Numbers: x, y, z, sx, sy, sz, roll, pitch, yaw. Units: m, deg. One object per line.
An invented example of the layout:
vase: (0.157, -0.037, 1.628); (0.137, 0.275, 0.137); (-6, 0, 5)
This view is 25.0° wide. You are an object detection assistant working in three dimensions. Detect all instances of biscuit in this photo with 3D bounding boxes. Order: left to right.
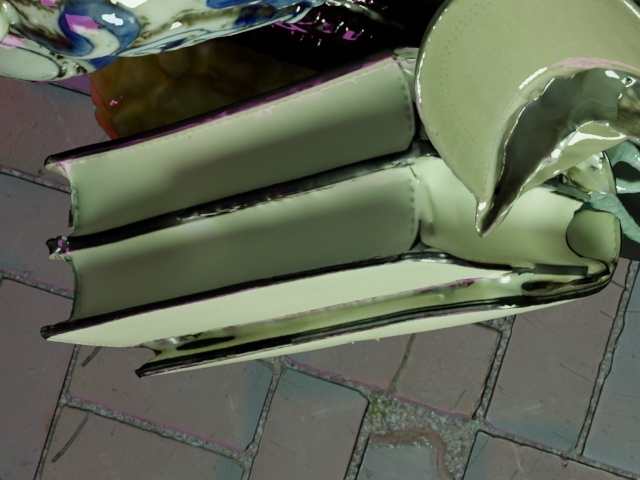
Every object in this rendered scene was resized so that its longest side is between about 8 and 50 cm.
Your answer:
biscuit: (-0.007, -0.147, 0.949); (0.194, 0.053, 0.194); (17, 179, 0)

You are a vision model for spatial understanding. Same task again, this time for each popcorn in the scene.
popcorn: (-0.088, -0.125, 1.122); (0.180, 0.170, 0.180); (35, -176, -3)

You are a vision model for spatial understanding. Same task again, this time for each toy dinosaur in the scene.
toy dinosaur: (0.236, -0.045, 1.100); (0.129, 0.076, 0.383); (9, 160, 47)

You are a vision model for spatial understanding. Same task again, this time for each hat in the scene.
hat: (0.139, -0.099, 0.799); (0.166, 0.173, 0.144); (-16, -153, 22)

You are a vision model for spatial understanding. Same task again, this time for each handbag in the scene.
handbag: (0.000, 0.000, 1.019); (0.358, 0.160, 0.236); (-13, 166, 38)

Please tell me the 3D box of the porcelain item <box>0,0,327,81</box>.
porcelain item: (-0.100, -0.149, 0.693); (0.186, 0.138, 0.288); (-5, -175, -23)

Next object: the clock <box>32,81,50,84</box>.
clock: (-0.322, -0.214, 1.219); (0.265, 0.109, 0.324); (16, 179, 38)

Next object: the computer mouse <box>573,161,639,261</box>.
computer mouse: (0.231, -0.052, 1.295); (0.269, 0.086, 0.137); (18, 169, -24)
